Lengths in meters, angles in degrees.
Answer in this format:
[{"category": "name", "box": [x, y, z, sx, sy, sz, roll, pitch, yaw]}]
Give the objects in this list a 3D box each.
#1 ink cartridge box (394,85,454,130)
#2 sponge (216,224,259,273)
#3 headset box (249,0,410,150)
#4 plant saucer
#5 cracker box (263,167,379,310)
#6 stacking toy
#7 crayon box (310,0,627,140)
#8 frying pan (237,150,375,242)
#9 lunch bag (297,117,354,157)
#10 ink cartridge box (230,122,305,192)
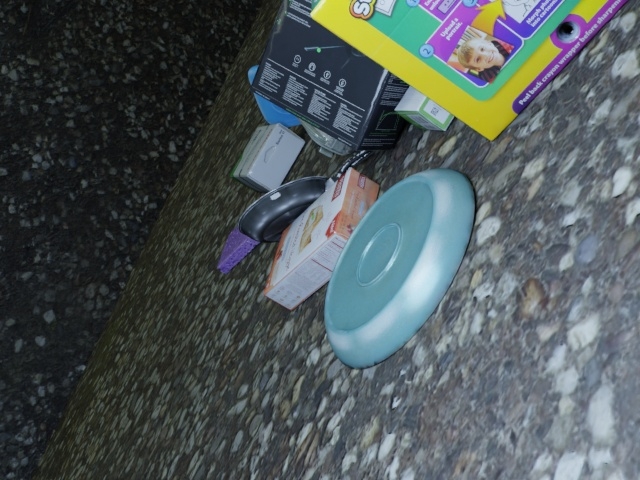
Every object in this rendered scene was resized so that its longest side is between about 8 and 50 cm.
[{"category": "ink cartridge box", "box": [0.212, -0.279, 1.419, 0.209, 0.062, 0.109, -59, 17, 0]}, {"category": "sponge", "box": [-0.170, -0.014, 2.069, 0.210, 0.031, 0.117, -40, 25, 47]}, {"category": "headset box", "box": [0.050, -0.330, 1.495, 0.131, 0.246, 0.283, -11, -53, -57]}, {"category": "plant saucer", "box": [0.095, 0.028, 1.249, 0.317, 0.043, 0.318, -49, 23, 29]}, {"category": "cracker box", "box": [0.000, 0.000, 1.528, 0.232, 0.067, 0.156, -41, 25, 43]}, {"category": "stacking toy", "box": [-0.040, -0.418, 2.219, 0.175, 0.166, 0.302, -10, 26, 26]}, {"category": "crayon box", "box": [0.215, -0.354, 1.122, 0.363, 0.313, 0.106, -48, 20, 29]}, {"category": "frying pan", "box": [-0.001, -0.080, 1.656, 0.326, 0.053, 0.197, -25, -19, -5]}, {"category": "lunch bag", "box": [0.072, -0.336, 1.685, 0.305, 0.212, 0.256, -51, 36, 25]}, {"category": "ink cartridge box", "box": [-0.133, -0.201, 2.182, 0.153, 0.087, 0.208, -60, 17, -4]}]
